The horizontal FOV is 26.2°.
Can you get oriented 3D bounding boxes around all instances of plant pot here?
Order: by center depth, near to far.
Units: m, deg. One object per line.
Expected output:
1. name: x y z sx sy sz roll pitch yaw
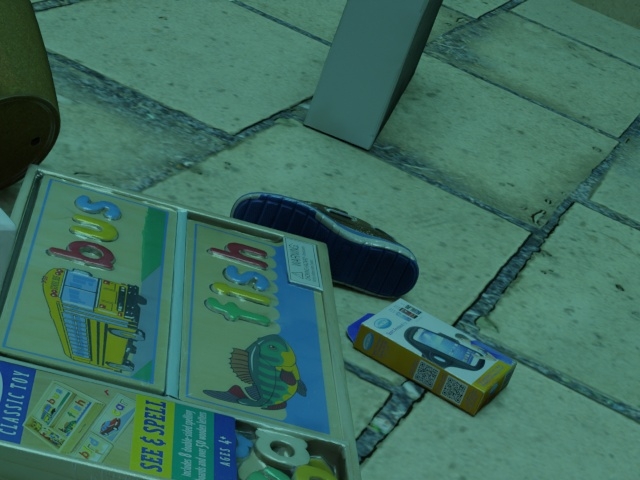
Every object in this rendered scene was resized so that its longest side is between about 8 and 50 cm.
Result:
1. plant pot: -0.336 -0.164 1.182 0.237 0.237 0.254 -9 53 -48

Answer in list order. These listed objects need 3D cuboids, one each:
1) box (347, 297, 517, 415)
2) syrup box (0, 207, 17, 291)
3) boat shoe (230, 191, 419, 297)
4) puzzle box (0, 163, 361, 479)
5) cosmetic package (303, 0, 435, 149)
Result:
1. box: 0.091 0.093 1.168 0.136 0.028 0.081 30 25 18
2. syrup box: -0.238 0.072 0.685 0.096 0.236 0.093 -1 31 -42
3. boat shoe: 0.000 0.000 1.262 0.183 0.066 0.066 24 17 -16
4. puzzle box: -0.116 0.076 1.008 0.272 0.052 0.409 15 24 -11
5. cosmetic package: 0.101 -0.304 1.716 0.097 0.284 0.377 20 23 4
